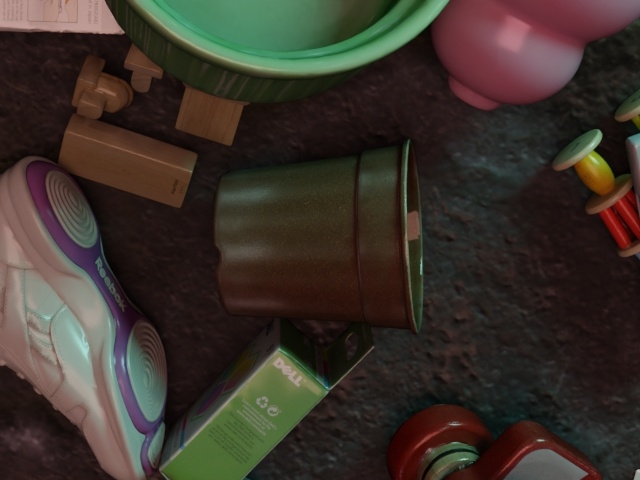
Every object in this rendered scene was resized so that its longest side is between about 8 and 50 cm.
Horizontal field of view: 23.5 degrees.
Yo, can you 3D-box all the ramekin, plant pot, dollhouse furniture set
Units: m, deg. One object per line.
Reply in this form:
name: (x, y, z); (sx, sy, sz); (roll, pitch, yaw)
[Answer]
ramekin: (-0.040, -0.253, 1.199); (0.303, 0.148, 0.303); (2, 79, -11)
plant pot: (0.000, 0.000, 1.309); (0.165, 0.167, 0.167); (-2, 103, 9)
dollhouse furniture set: (-0.134, -0.132, 1.336); (0.144, 0.123, 0.151); (18, 137, -4)

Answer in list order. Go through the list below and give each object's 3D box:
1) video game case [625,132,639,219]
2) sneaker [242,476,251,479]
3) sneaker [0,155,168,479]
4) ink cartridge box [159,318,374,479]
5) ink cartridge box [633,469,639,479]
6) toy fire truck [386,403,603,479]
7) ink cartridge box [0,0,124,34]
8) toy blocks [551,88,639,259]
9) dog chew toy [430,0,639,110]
video game case: (0.379, -0.031, 1.332); (0.212, 0.023, 0.193); (-19, 112, -8)
sneaker: (-0.131, 0.330, 1.423); (0.106, 0.101, 0.267); (35, 100, -30)
sneaker: (-0.235, 0.080, 1.358); (0.152, 0.114, 0.305); (-19, 100, 20)
ink cartridge box: (-0.048, 0.131, 1.356); (0.062, 0.109, 0.209); (42, 99, -10)
ink cartridge box: (0.330, 0.246, 1.427); (0.083, 0.028, 0.048); (12, 102, -3)
toy fire truck: (0.145, 0.308, 1.390); (0.254, 0.169, 0.302); (35, 102, -32)
ink cartridge box: (-0.272, -0.263, 1.285); (0.225, 0.056, 0.181); (1, 96, -5)
toy blocks: (0.294, -0.047, 1.346); (0.123, 0.054, 0.148); (-38, 101, 8)
dog chew toy: (0.200, -0.255, 1.229); (0.207, 0.206, 0.332); (27, 109, -7)
